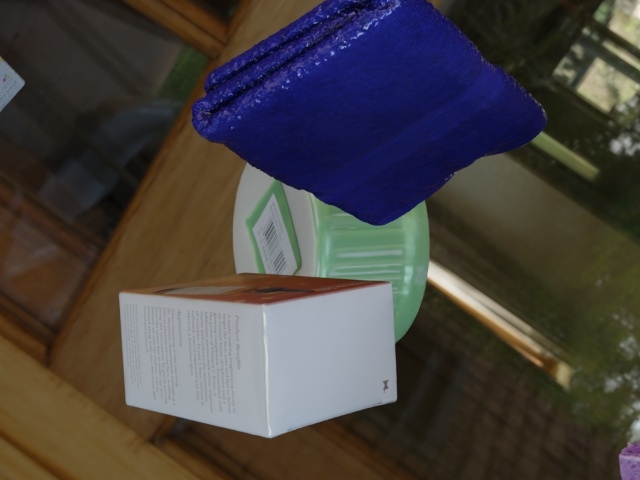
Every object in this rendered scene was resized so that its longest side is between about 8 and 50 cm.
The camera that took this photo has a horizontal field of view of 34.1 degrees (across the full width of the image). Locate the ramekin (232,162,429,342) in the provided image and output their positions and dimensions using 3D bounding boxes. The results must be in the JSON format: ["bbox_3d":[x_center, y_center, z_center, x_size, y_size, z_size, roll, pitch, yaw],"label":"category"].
[{"bbox_3d":[0.000,0.000,1.378,0.148,0.303,0.303,-3,145,-27],"label":"ramekin"}]

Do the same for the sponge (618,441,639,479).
[{"bbox_3d":[0.315,0.209,0.719,0.031,0.210,0.117,-23,109,-54],"label":"sponge"}]

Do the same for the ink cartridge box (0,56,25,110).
[{"bbox_3d":[-0.399,-0.163,1.104,0.127,0.072,0.175,-50,178,-5],"label":"ink cartridge box"}]

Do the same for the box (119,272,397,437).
[{"bbox_3d":[-0.048,0.078,0.778,0.130,0.170,0.091,-7,95,-45],"label":"box"}]

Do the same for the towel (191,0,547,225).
[{"bbox_3d":[0.052,-0.124,0.972,0.227,0.076,0.308,-31,151,23],"label":"towel"}]
